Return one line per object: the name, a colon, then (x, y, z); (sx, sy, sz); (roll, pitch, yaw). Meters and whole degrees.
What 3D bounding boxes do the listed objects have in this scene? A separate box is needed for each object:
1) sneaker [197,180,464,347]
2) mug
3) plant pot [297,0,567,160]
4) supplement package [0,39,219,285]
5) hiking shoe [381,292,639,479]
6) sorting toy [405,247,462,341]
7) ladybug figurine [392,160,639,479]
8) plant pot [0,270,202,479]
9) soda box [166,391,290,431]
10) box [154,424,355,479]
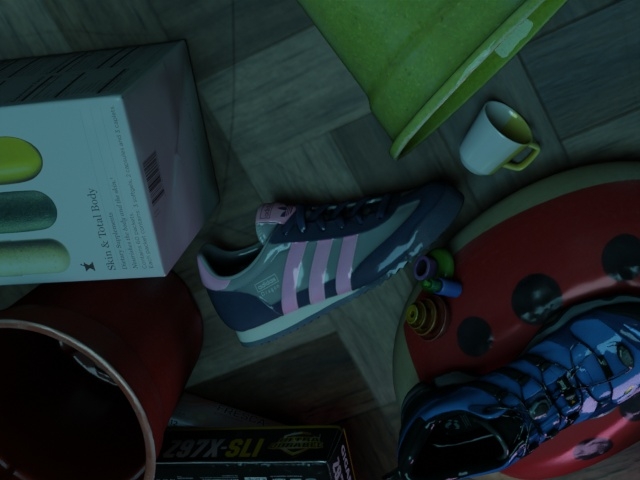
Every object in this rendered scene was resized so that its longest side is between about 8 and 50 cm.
sneaker: (0.000, 0.000, 1.326); (0.319, 0.112, 0.131); (-31, 105, 23)
mug: (0.183, -0.096, 1.265); (0.078, 0.062, 0.064); (40, 125, 1)
plant pot: (0.080, -0.259, 1.122); (0.254, 0.276, 0.276); (46, 117, 4)
supplement package: (-0.276, -0.082, 1.306); (0.262, 0.198, 0.199); (-4, 114, 16)
hiking shoe: (0.205, 0.158, 1.152); (0.304, 0.132, 0.113); (-31, 103, 25)
sorting toy: (0.110, 0.052, 1.253); (0.042, 0.102, 0.061); (14, 157, -32)
ladybug figurine: (0.256, 0.104, 1.281); (0.305, 0.162, 0.449); (40, 117, -6)
plant pot: (-0.267, 0.151, 1.374); (0.272, 0.265, 0.272); (6, 115, 13)
soda box: (-0.098, 0.250, 1.493); (0.183, 0.063, 0.058); (16, 118, 6)
box: (-0.109, 0.350, 1.466); (0.322, 0.079, 0.257); (-4, 116, 18)
